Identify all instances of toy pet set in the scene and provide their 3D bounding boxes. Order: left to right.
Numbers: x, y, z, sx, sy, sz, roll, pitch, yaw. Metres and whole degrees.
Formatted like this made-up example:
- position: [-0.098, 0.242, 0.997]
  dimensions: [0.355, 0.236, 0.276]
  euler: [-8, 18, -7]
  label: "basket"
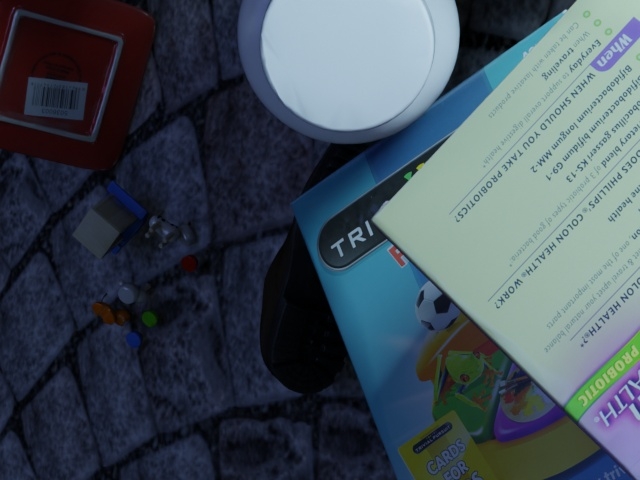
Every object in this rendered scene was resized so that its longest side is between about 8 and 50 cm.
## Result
- position: [-0.165, 0.011, 1.648]
  dimensions: [0.114, 0.065, 0.122]
  euler: [41, 124, 2]
  label: "toy pet set"

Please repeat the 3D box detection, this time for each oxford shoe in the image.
- position: [0.000, 0.000, 1.442]
  dimensions: [0.227, 0.083, 0.096]
  euler: [-67, 21, 2]
  label: "oxford shoe"

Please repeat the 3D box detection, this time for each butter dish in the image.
- position: [-0.253, -0.162, 1.704]
  dimensions: [0.118, 0.160, 0.160]
  euler: [-139, 64, -67]
  label: "butter dish"

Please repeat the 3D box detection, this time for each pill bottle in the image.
- position: [0.020, -0.150, 1.288]
  dimensions: [0.272, 0.152, 0.152]
  euler: [-79, 7, -77]
  label: "pill bottle"

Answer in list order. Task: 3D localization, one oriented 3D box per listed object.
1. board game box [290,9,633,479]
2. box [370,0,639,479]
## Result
- position: [0.145, 0.054, 1.240]
  dimensions: [0.254, 0.079, 0.336]
  euler: [-35, 61, 24]
  label: "board game box"
- position: [0.196, 0.001, 1.097]
  dimensions: [0.213, 0.117, 0.243]
  euler: [-47, 58, 4]
  label: "box"
